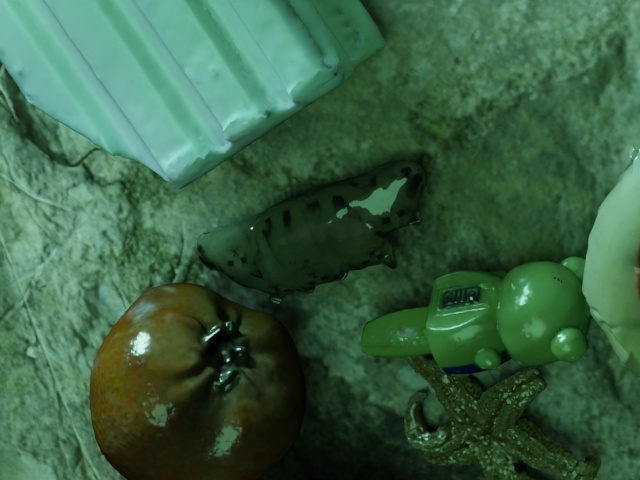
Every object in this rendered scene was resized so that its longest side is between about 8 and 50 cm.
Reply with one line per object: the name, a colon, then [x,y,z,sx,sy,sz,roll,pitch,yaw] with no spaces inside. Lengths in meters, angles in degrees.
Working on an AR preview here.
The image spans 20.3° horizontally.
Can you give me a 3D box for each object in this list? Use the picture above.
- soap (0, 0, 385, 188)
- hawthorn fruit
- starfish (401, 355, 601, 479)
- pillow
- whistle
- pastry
soap: [-0.179,-0.268,1.491,0.261,0.156,0.446,-32,98,29]
hawthorn fruit: [-0.130,0.160,1.649,0.199,0.199,0.251,38,134,2]
starfish: [0.150,0.168,1.612,0.209,0.053,0.150,44,115,1]
pillow: [-0.001,0.001,1.598,0.241,0.051,0.093,-20,99,26]
whistle: [0.140,0.073,1.552,0.227,0.105,0.085,-12,138,26]
pastry: [0.337,0.016,1.434,0.265,0.133,0.265,10,118,20]
